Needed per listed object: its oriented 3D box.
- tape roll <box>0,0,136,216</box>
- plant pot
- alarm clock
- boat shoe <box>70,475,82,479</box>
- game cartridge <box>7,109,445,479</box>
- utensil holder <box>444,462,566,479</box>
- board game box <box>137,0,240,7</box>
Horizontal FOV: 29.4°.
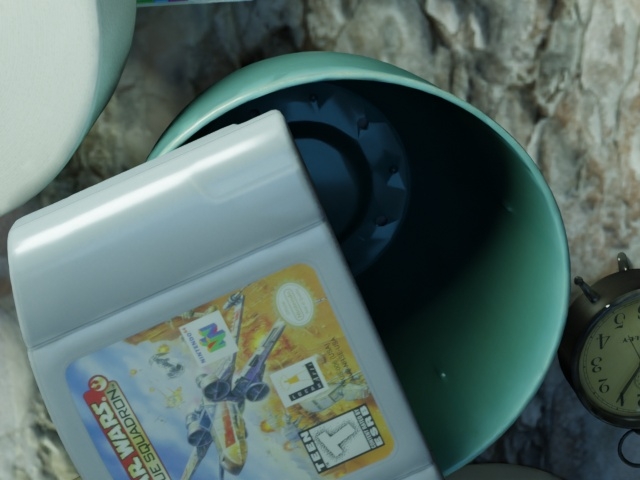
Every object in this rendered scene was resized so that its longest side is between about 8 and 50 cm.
[{"bbox_3d":[-0.307,-0.174,0.757,0.391,0.072,0.392,8,129,9],"label":"tape roll"},{"bbox_3d":[0.000,0.000,0.859,0.292,0.235,0.293,-2,110,-6],"label":"plant pot"},{"bbox_3d":[0.266,0.107,1.027,0.129,0.064,0.192,-8,109,-5],"label":"alarm clock"},{"bbox_3d":[-0.251,0.264,0.994,0.307,0.104,0.111,-17,112,-1],"label":"boat shoe"},{"bbox_3d":[-0.055,0.092,0.734,0.198,0.062,0.297,-26,112,-2],"label":"game cartridge"},{"bbox_3d":[0.161,0.401,0.951,0.327,0.385,0.328,-3,111,-7],"label":"utensil holder"},{"bbox_3d":[-0.127,-0.183,0.844,0.154,0.103,0.026,-4,111,-6],"label":"board game box"}]
